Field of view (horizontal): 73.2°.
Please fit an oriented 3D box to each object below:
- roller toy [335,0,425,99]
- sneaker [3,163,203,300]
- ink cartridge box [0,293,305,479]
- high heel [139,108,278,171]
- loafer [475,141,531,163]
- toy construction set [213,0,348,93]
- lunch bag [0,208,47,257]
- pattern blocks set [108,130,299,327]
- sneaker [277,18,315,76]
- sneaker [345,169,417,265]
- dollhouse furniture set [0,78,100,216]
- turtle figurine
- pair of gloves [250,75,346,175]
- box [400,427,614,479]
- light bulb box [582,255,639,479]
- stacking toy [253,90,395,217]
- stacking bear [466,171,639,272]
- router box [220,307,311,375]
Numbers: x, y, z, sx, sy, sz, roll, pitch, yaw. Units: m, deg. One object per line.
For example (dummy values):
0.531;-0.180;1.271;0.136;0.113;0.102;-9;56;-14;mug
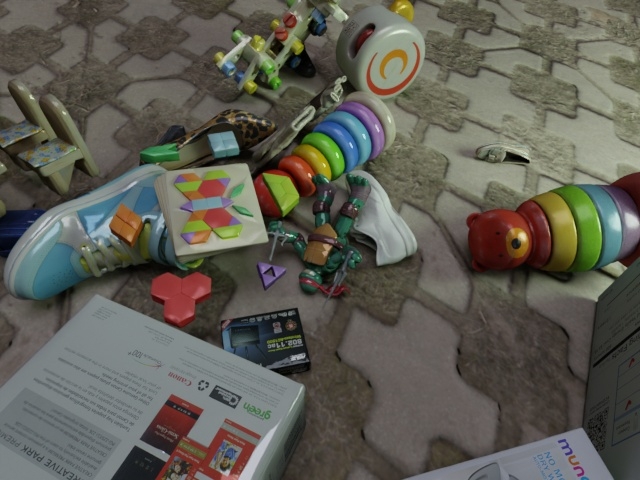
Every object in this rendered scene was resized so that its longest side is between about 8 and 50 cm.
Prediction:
0.142;-0.461;1.055;0.191;0.209;0.146;-20;55;-12;roller toy
-0.307;0.009;0.691;0.208;0.127;0.319;29;56;20;sneaker
-0.213;0.243;0.482;0.310;0.130;0.271;19;48;16;ink cartridge box
-0.222;-0.175;0.856;0.262;0.093;0.186;-3;43;14;high heel
0.410;-0.191;0.958;0.125;0.045;0.039;-1;58;-8;loafer
-0.082;-0.489;1.019;0.151;0.328;0.215;60;21;-1;toy construction set
-0.505;-0.008;0.724;0.099;0.067;0.065;-4;51;-4;lunch bag
-0.170;-0.049;0.668;0.286;0.026;0.324;-23;61;-25;pattern blocks set
-0.065;-0.517;1.153;0.051;0.089;0.170;-22;56;-20;sneaker
0.085;-0.045;0.800;0.094;0.080;0.212;-26;58;-9;sneaker
-0.654;-0.173;0.678;0.394;0.256;0.362;26;53;31;dollhouse furniture set
0.000;0.000;0.725;0.176;0.118;0.234;13;69;19;turtle figurine
-0.045;-0.236;0.884;0.042;0.204;0.240;48;49;-16;pair of gloves
0.223;0.368;0.443;0.231;0.126;0.261;-10;52;-10;box
0.500;0.151;0.487;0.226;0.357;0.361;22;54;15;light bulb box
0.001;-0.159;0.853;0.141;0.141;0.330;36;62;22;stacking toy
0.404;-0.014;0.746;0.289;0.175;0.164;-8;11;2;stacking bear
-0.083;0.157;0.642;0.123;0.038;0.092;-9;53;-11;router box
